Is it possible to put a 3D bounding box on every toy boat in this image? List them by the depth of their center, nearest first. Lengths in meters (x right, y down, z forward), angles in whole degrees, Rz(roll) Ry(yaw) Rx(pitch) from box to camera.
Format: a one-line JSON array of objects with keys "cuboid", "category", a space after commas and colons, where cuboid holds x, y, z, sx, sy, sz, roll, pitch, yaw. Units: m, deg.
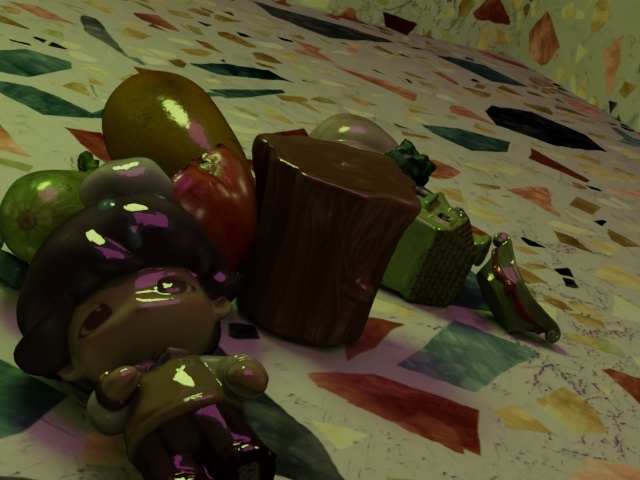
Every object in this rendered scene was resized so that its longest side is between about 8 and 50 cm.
[{"cuboid": [0.280, 0.076, 1.859, 0.071, 0.089, 0.185, -21, 68, -13], "category": "toy boat"}]

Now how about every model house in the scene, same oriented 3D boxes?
[{"cuboid": [0.156, -0.019, 1.891, 0.189, 0.195, 0.214, 31, 24, 13], "category": "model house"}]

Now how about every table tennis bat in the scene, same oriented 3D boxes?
[{"cuboid": [-0.414, 0.004, 1.507, 0.201, 0.033, 0.124, 26, 22, 29], "category": "table tennis bat"}]

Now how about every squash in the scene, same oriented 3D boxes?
[{"cuboid": [-0.292, -0.027, 1.558, 0.118, 0.118, 0.370, 20, 3, 5], "category": "squash"}]

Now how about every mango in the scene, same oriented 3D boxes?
[{"cuboid": [-0.199, -0.122, 1.839, 0.317, 0.173, 0.211, 48, -8, 37], "category": "mango"}]

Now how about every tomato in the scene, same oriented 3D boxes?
[{"cuboid": [-0.155, -0.002, 1.543, 0.139, 0.200, 0.233, 44, 31, -1], "category": "tomato"}]

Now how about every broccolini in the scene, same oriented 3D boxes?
[{"cuboid": [-0.319, -0.099, 1.845, 0.067, 0.058, 0.216, 8, 20, -21], "category": "broccolini"}]

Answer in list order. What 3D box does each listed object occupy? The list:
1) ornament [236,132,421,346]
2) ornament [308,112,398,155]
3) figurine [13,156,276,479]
[{"cuboid": [0.000, 0.000, 1.617, 0.235, 0.217, 0.221, 24, 19, 16], "category": "ornament"}, {"cuboid": [0.051, -0.111, 2.061, 0.177, 0.177, 0.177, 17, 19, -6], "category": "ornament"}, {"cuboid": [-0.172, 0.098, 1.213, 0.206, 0.218, 0.365, 51, 3, -32], "category": "figurine"}]
